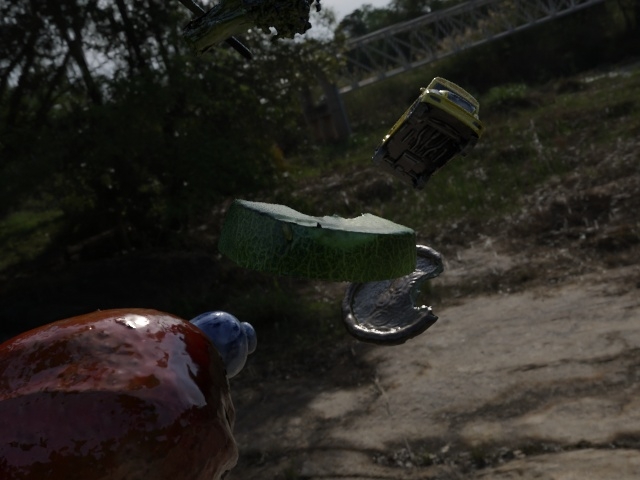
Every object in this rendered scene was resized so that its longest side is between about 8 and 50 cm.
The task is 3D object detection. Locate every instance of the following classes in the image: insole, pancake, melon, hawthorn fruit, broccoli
[{"bbox_3d":[-0.278,-0.516,1.421,0.007,0.322,0.109,-52,17,-3],"label":"insole"},{"bbox_3d":[0.172,0.120,1.460,0.288,0.033,0.286,-41,34,-12],"label":"pancake"},{"bbox_3d":[0.000,0.000,0.682,0.209,0.064,0.118,4,12,-14],"label":"melon"},{"bbox_3d":[-0.224,0.181,0.527,0.300,0.254,0.254,4,4,-17],"label":"hawthorn fruit"},{"bbox_3d":[-0.136,-0.455,1.168,0.275,0.198,0.177,-3,-25,39],"label":"broccoli"}]

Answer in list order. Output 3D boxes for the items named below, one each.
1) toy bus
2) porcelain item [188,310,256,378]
[{"bbox_3d":[0.231,-0.231,1.355,0.152,0.144,0.330,-61,6,-19],"label":"toy bus"},{"bbox_3d":[-0.242,0.213,1.217,0.259,0.141,0.141,-10,2,-40],"label":"porcelain item"}]
